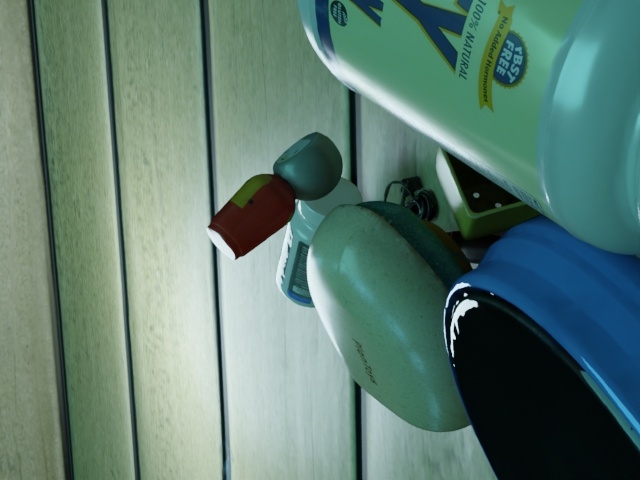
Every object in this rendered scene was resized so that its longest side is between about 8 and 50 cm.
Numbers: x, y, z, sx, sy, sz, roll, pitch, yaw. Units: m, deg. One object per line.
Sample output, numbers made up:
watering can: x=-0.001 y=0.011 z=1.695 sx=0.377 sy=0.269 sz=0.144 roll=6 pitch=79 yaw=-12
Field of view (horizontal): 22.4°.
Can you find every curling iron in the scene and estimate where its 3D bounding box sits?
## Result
curling iron: x=0.123 y=-0.008 z=1.470 sx=0.274 sy=0.035 sz=0.068 roll=-155 pitch=58 yaw=-64

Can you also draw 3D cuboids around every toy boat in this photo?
toy boat: x=0.043 y=0.018 z=1.469 sx=0.318 sy=0.148 sz=0.267 roll=37 pitch=161 yaw=32

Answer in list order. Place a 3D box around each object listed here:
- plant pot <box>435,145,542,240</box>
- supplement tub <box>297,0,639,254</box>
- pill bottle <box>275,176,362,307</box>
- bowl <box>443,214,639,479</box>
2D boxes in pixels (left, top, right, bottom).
plant pot: x=0.142 y=-0.043 z=1.358 sx=0.083 sy=0.081 sz=0.081 roll=101 pitch=151 yaw=-63
supplement tub: x=0.166 y=-0.136 z=0.992 sx=0.325 sy=0.235 sz=0.235 roll=37 pitch=135 yaw=38
pill bottle: x=0.000 y=0.000 z=1.718 sx=0.137 sy=0.078 sz=0.078 roll=105 pitch=147 yaw=-45
bowl: x=0.212 y=0.170 z=1.104 sx=0.391 sy=0.077 sz=0.391 roll=56 pitch=167 yaw=20
